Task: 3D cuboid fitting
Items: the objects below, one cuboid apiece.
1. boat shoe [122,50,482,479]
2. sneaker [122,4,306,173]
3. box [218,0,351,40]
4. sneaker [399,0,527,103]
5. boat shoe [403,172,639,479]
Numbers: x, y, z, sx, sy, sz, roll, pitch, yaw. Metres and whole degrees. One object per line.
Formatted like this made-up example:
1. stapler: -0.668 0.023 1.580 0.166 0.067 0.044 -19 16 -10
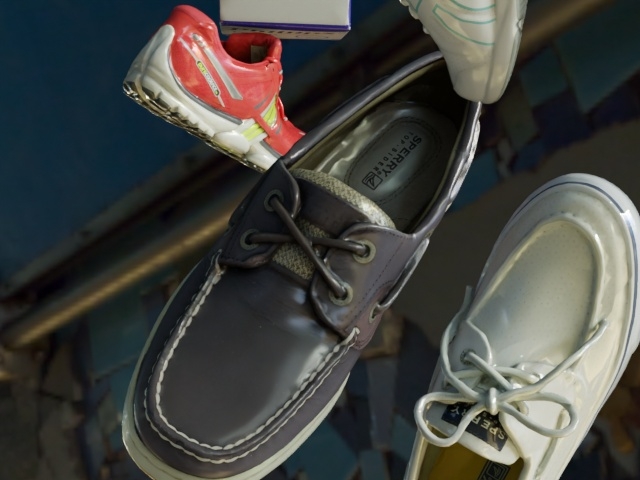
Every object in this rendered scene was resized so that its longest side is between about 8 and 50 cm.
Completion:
1. boat shoe: 0.000 0.000 0.597 0.285 0.103 0.092 -49 -14 -35
2. sneaker: -0.061 -0.134 1.117 0.107 0.118 0.279 29 1 34
3. box: -0.036 -0.237 1.152 0.126 0.072 0.137 2 5 -3
4. sneaker: 0.049 -0.106 0.442 0.061 0.053 0.152 8 -26 12
5. boat shoe: 0.131 0.125 0.900 0.136 0.367 0.156 29 20 21
